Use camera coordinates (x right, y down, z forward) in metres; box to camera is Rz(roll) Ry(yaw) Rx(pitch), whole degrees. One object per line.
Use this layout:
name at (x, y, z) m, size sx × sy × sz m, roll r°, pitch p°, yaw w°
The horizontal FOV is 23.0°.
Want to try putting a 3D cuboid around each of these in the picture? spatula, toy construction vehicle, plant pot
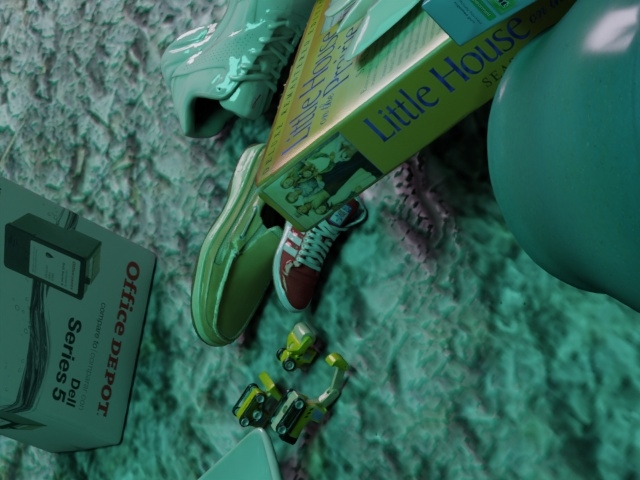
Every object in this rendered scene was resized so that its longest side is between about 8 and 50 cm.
spatula at (0.097, -0.237, 1.186) m, size 0.242 × 0.019 × 0.168 m, roll -43°, pitch 15°, yaw 11°
toy construction vehicle at (-0.022, 0.122, 1.268) m, size 0.098 × 0.035 × 0.086 m, roll -57°, pitch 27°, yaw 4°
plant pot at (0.235, -0.063, 0.904) m, size 0.255 × 0.271 × 0.272 m, roll -6°, pitch 64°, yaw 63°

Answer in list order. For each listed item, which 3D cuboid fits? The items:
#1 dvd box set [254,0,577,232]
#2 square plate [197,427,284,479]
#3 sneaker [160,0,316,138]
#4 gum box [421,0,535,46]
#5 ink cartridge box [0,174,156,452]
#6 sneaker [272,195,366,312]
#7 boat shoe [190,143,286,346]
dvd box set at (0.137, -0.212, 1.168) m, size 0.420 × 0.062 × 0.307 m, roll -36°, pitch 23°, yaw 30°
square plate at (-0.103, 0.374, 1.195) m, size 0.344 × 0.049 × 0.347 m, roll -44°, pitch 41°, yaw 24°
sneaker at (-0.056, -0.170, 1.446) m, size 0.232 × 0.090 × 0.115 m, roll -40°, pitch 49°, yaw 40°
gum box at (0.160, -0.216, 0.972) m, size 0.184 × 0.041 × 0.157 m, roll -29°, pitch 25°, yaw 43°
ink cartridge box at (-0.297, 0.058, 1.425) m, size 0.115 × 0.273 × 0.198 m, roll -13°, pitch 60°, yaw 42°
sneaker at (0.000, 0.000, 1.302) m, size 0.067 × 0.042 × 0.118 m, roll -19°, pitch 53°, yaw 46°
boat shoe at (-0.055, 0.001, 1.350) m, size 0.072 × 0.068 × 0.190 m, roll 2°, pitch 70°, yaw 38°
